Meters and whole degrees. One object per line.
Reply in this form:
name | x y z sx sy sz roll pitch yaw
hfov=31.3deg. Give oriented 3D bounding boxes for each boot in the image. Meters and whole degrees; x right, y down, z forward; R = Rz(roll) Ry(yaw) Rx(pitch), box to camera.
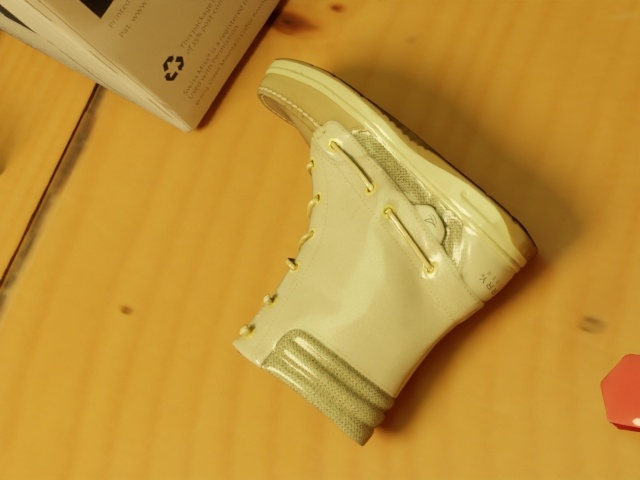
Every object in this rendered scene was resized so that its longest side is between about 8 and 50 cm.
boot | 0.000 0.000 0.683 0.213 0.077 0.165 41 92 28

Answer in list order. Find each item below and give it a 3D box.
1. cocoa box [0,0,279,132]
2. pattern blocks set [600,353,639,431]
cocoa box | -0.124 -0.297 0.765 0.228 0.231 0.347 30 84 31
pattern blocks set | 0.269 0.117 0.460 0.325 0.026 0.285 -26 49 34
